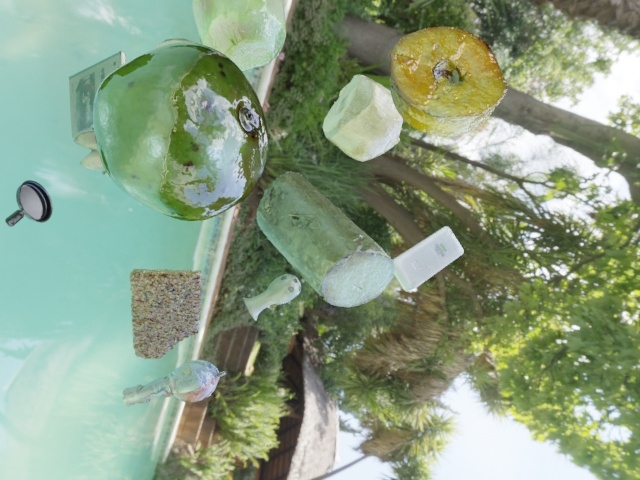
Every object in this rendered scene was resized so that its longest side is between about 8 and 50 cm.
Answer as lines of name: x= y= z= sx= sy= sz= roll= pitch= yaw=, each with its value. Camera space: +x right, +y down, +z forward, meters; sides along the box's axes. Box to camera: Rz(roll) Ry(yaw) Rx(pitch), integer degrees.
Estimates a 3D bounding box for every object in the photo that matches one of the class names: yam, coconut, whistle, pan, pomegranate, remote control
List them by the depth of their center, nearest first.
pomegranate: x=-0.171 y=-0.112 z=0.450 sx=0.187 sy=0.225 sz=0.187 roll=0 pitch=90 yaw=-65
yam: x=0.000 y=0.000 z=0.857 sx=0.304 sy=0.168 sz=0.168 roll=46 pitch=-49 yaw=28
coconut: x=-0.201 y=-0.540 z=0.997 sx=0.236 sy=0.204 sz=0.236 roll=0 pitch=-91 yaw=52
remote control: x=0.311 y=0.049 z=1.177 sx=0.250 sy=0.103 sz=0.034 roll=-29 pitch=174 yaw=-29
pan: x=-0.892 y=-0.098 z=1.230 sx=0.235 sy=0.028 sz=0.136 roll=-105 pitch=-179 yaw=-62
whistle: x=-0.482 y=0.483 z=1.353 sx=0.142 sy=0.346 sz=0.134 roll=-103 pitch=177 yaw=-61
coconut: x=0.173 y=-0.444 z=1.526 sx=0.297 sy=0.254 sz=0.297 roll=-49 pitch=-154 yaw=35

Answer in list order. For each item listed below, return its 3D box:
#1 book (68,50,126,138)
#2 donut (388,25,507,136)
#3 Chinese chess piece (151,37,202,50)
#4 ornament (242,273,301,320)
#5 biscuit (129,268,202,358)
book: x=-0.689 y=-0.441 z=1.254 sx=0.025 sy=0.282 sz=0.215 roll=-2 pitch=86 yaw=-60
donut: x=0.191 y=-0.241 z=0.634 sx=0.075 sy=0.174 sz=0.190 roll=94 pitch=-29 yaw=-63
Chinese chess piece: x=-0.396 y=-0.471 z=1.231 sx=0.270 sy=0.270 sz=0.112 roll=127 pitch=-18 yaw=-65
ornament: x=-0.126 y=0.148 z=1.107 sx=0.075 sy=0.156 sz=0.081 roll=57 pitch=-6 yaw=19
biscuit: x=-0.307 y=0.155 z=0.812 sx=0.026 sy=0.131 sz=0.237 roll=-108 pitch=-154 yaw=-55
